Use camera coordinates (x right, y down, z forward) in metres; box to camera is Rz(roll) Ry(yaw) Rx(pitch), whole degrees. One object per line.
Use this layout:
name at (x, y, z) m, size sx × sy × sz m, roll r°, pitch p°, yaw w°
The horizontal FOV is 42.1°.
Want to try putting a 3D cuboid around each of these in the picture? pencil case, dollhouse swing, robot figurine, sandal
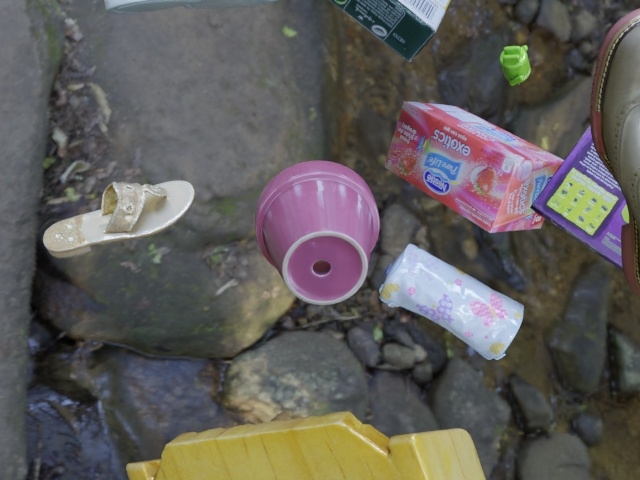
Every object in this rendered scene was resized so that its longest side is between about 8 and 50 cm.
pencil case at (0.248, 0.116, 1.579) m, size 0.273 × 0.113 × 0.124 m, roll 28°, pitch 78°, yaw 4°
dollhouse swing at (0.046, 0.294, 0.939) m, size 0.305 × 0.346 × 0.315 m, roll -29°, pitch 103°, yaw -58°
robot figurine at (0.481, -0.434, 2.051) m, size 0.115 × 0.067 × 0.101 m, roll 47°, pitch 48°, yaw -58°
sandal at (-0.308, -0.048, 1.253) m, size 0.240 × 0.079 × 0.088 m, roll -22°, pitch 57°, yaw -7°

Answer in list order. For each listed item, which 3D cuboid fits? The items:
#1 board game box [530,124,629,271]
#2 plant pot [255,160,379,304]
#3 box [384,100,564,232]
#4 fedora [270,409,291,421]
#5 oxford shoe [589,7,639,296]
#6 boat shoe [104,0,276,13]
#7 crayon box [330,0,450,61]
board game box at (0.552, -0.039, 1.381) m, size 0.347 × 0.056 × 0.208 m, roll 37°, pitch 94°, yaw 9°
plant pot at (0.000, 0.000, 1.298) m, size 0.201 × 0.201 × 0.180 m, roll 42°, pitch 17°, yaw -24°
box at (0.283, -0.144, 1.563) m, size 0.154 × 0.300 × 0.142 m, roll -4°, pitch 120°, yaw -40°
fedora at (-0.050, 0.323, 1.091) m, size 0.079 × 0.194 × 0.194 m, roll 22°, pitch 64°, yaw -12°
oxford shoe at (0.352, -0.054, 0.797) m, size 0.130 × 0.123 × 0.348 m, roll -106°, pitch 172°, yaw -59°
boat shoe at (-0.119, -0.286, 0.855) m, size 0.302 × 0.114 × 0.091 m, roll -41°, pitch 125°, yaw -68°
crayon box at (0.132, -0.456, 1.399) m, size 0.202 × 0.081 × 0.318 m, roll 36°, pitch 45°, yaw -8°
